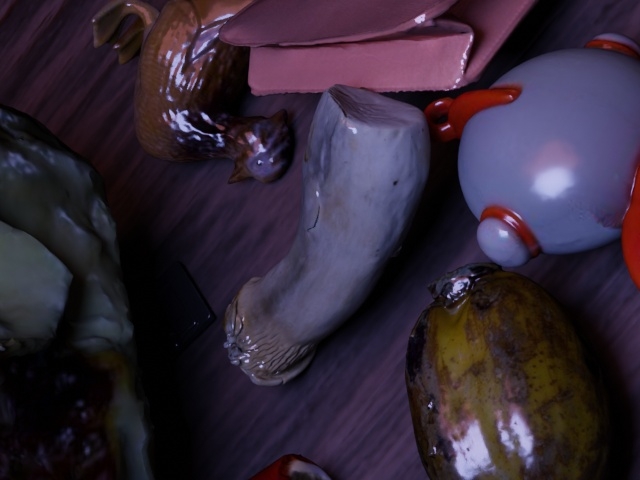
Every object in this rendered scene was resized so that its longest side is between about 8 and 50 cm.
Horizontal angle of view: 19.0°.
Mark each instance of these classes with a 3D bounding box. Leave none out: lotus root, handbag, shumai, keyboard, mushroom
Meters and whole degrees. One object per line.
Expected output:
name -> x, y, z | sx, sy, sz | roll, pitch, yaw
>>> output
lotus root -> 0.115, 0.106, 1.131 | 0.120, 0.120, 0.209 | -28, 60, 25
handbag -> 0.047, -0.163, 1.272 | 0.212, 0.059, 0.157 | 4, 44, 47
shumai -> -0.248, 0.117, 1.238 | 0.348, 0.395, 0.395 | 43, 99, 33
keyboard -> -0.159, 0.104, 1.398 | 0.204, 0.013, 0.061 | -45, 52, 13
mushroom -> 0.003, 0.003, 1.233 | 0.092, 0.081, 0.223 | 33, 124, 16

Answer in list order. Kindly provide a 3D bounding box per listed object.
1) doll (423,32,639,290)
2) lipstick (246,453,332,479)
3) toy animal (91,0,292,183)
doll -> 0.199, -0.037, 1.128 | 0.336, 0.105, 0.200 | 16, 65, 33
lipstick -> -0.091, 0.225, 1.256 | 0.241, 0.080, 0.080 | -32, 56, 21
toy animal -> -0.070, -0.138, 1.392 | 0.179, 0.089, 0.188 | 31, 92, 23
